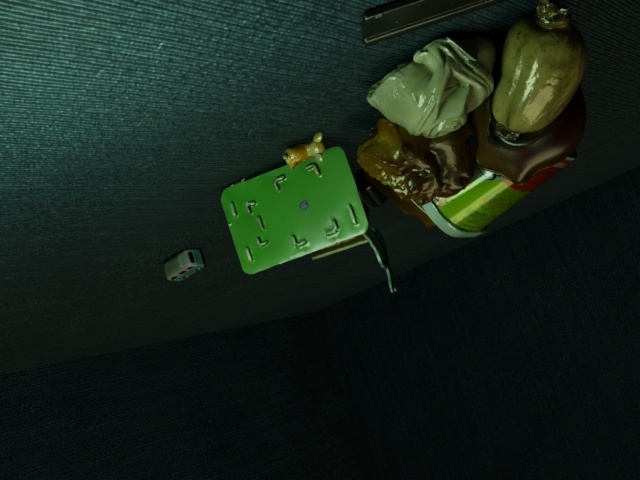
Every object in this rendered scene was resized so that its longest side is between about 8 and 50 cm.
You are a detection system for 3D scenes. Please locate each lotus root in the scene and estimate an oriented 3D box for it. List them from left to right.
[{"bbox_3d":[0.381,-0.302,1.360,0.140,0.154,0.257,-6,130,-33],"label":"lotus root"}]

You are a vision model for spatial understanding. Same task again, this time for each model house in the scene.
[{"bbox_3d":[0.000,0.000,1.793,0.300,0.340,0.323,-21,172,14],"label":"model house"}]

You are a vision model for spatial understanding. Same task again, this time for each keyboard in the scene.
[{"bbox_3d":[0.211,-0.370,1.184,0.310,0.018,0.101,-19,167,-2],"label":"keyboard"}]

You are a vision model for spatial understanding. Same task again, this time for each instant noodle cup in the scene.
[{"bbox_3d":[0.394,-0.193,1.767,0.308,0.294,0.294,-36,161,34],"label":"instant noodle cup"}]

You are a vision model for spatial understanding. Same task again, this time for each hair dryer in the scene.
[{"bbox_3d":[0.188,-0.173,1.987,0.198,0.057,0.100,-35,142,5],"label":"hair dryer"}]

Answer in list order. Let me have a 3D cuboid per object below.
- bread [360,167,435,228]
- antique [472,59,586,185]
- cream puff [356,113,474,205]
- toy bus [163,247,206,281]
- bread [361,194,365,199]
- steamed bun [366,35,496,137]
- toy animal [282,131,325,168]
[{"bbox_3d":[0.195,-0.118,1.846,0.049,0.226,0.088,-44,175,-19],"label":"bread"},{"bbox_3d":[0.407,-0.250,1.498,0.278,0.223,0.129,-59,159,9],"label":"antique"},{"bbox_3d":[0.203,-0.186,1.595,0.269,0.241,0.155,-14,-151,-19],"label":"cream puff"},{"bbox_3d":[-0.390,0.071,2.171,0.123,0.060,0.075,-29,160,34],"label":"toy bus"},{"bbox_3d":[0.100,-0.129,2.087,0.090,0.035,0.094,-24,167,21],"label":"bread"},{"bbox_3d":[0.217,-0.262,1.383,0.218,0.144,0.211,-10,165,-40],"label":"steamed bun"},{"bbox_3d":[-0.029,-0.184,1.578,0.083,0.060,0.081,-16,173,29],"label":"toy animal"}]
